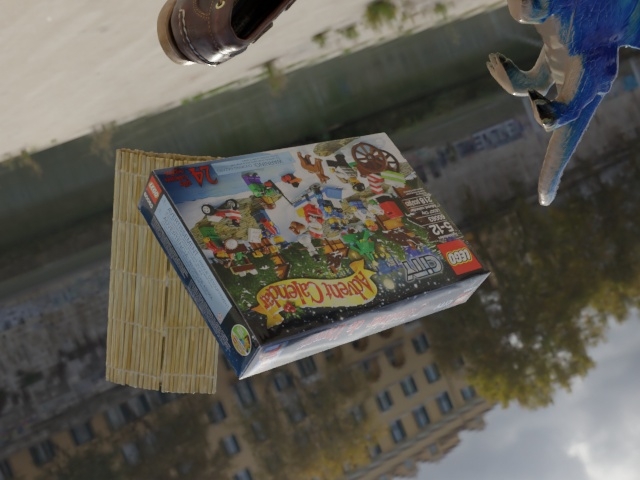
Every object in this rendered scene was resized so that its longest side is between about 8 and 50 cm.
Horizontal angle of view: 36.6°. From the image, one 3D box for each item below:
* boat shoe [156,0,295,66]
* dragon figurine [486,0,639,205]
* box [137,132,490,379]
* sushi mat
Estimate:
[{"bbox_3d":[-0.037,-0.203,0.712,0.073,0.073,0.207,-4,-133,43],"label":"boat shoe"},{"bbox_3d":[0.185,-0.141,0.619,0.144,0.289,0.085,-21,-146,-3],"label":"dragon figurine"},{"bbox_3d":[0.000,0.000,0.743,0.233,0.159,0.044,-14,149,-39],"label":"box"},{"bbox_3d":[-0.196,0.044,1.238,0.152,0.316,0.019,7,-166,5],"label":"sushi mat"}]
